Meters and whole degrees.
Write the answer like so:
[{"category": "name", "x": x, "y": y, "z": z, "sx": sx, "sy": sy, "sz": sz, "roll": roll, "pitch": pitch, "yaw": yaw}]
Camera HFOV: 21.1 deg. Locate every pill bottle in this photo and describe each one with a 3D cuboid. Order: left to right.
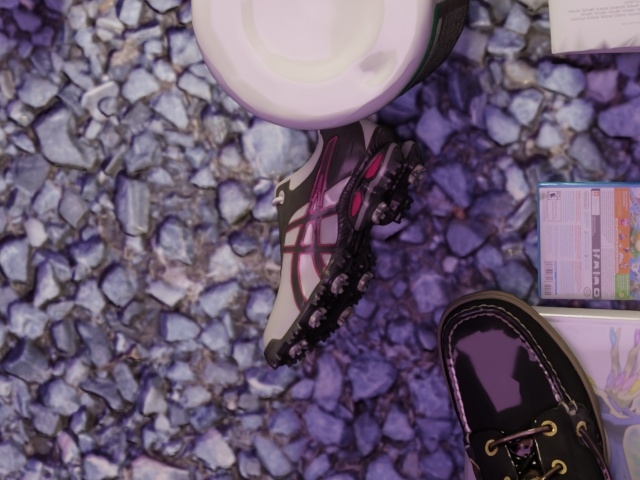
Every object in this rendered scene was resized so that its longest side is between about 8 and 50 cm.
[{"category": "pill bottle", "x": 0.026, "y": -0.220, "z": 1.555, "sx": 0.204, "sy": 0.361, "sz": 0.204, "roll": 2, "pitch": 101, "yaw": 12}]

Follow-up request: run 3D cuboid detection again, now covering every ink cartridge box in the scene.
[{"category": "ink cartridge box", "x": 0.277, "y": -0.267, "z": 1.611, "sx": 0.127, "sy": 0.128, "sz": 0.176, "roll": -3, "pitch": 100, "yaw": 13}]

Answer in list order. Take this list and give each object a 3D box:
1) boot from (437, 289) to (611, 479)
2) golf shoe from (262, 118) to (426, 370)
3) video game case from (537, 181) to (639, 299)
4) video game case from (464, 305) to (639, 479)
[{"category": "boot", "x": 0.201, "y": 0.248, "z": 1.612, "sx": 0.138, "sy": 0.284, "sz": 0.377, "roll": -17, "pitch": 98, "yaw": 15}, {"category": "golf shoe", "x": 0.000, "y": 0.000, "z": 1.755, "sx": 0.120, "sy": 0.105, "sz": 0.273, "roll": 32, "pitch": 101, "yaw": 21}, {"category": "video game case", "x": 0.300, "y": 0.001, "z": 1.719, "sx": 0.166, "sy": 0.015, "sz": 0.119, "roll": 0, "pitch": 101, "yaw": 13}, {"category": "video game case", "x": 0.310, "y": 0.219, "z": 1.750, "sx": 0.329, "sy": 0.036, "sz": 0.300, "roll": 2, "pitch": 101, "yaw": 12}]
